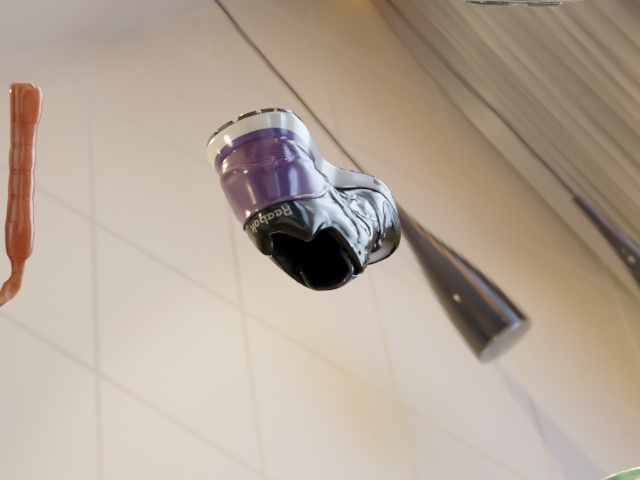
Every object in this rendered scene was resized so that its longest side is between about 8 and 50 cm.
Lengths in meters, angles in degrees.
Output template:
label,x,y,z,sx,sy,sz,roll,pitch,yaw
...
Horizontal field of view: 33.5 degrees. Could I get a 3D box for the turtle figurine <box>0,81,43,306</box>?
label,x,y,z,sx,sy,sz,roll,pitch,yaw
turtle figurine,-0.218,-0.069,0.294,0.217,0.270,0.087,-29,9,-38

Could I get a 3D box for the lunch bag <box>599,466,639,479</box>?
label,x,y,z,sx,sy,sz,roll,pitch,yaw
lunch bag,0.333,0.330,0.977,0.160,0.223,0.262,-32,-1,-26

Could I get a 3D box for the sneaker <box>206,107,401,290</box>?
label,x,y,z,sx,sy,sz,roll,pitch,yaw
sneaker,0.000,0.000,0.926,0.107,0.124,0.283,-28,-26,18

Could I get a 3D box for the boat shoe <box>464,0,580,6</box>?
label,x,y,z,sx,sy,sz,roll,pitch,yaw
boat shoe,0.265,-0.403,1.593,0.320,0.118,0.103,2,-6,-7
